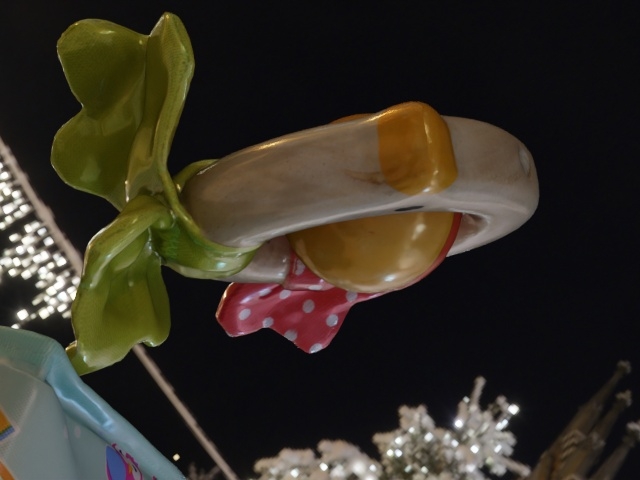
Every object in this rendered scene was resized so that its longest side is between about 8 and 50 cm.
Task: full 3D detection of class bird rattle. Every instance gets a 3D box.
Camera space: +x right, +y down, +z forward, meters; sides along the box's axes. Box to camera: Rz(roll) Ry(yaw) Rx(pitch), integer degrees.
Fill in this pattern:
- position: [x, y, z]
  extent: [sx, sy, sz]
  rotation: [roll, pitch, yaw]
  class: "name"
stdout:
- position: [0.000, 0.000, 0.420]
  extent: [0.207, 0.253, 0.143]
  rotation: [-12, -111, 29]
  class: "bird rattle"

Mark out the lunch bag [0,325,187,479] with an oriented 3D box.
- position: [-0.160, 0.177, 0.384]
  extent: [0.160, 0.223, 0.262]
  rotation: [9, -29, 12]
  class: "lunch bag"
